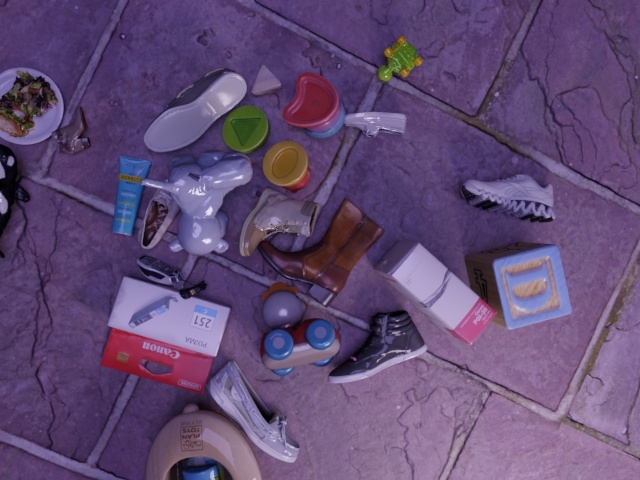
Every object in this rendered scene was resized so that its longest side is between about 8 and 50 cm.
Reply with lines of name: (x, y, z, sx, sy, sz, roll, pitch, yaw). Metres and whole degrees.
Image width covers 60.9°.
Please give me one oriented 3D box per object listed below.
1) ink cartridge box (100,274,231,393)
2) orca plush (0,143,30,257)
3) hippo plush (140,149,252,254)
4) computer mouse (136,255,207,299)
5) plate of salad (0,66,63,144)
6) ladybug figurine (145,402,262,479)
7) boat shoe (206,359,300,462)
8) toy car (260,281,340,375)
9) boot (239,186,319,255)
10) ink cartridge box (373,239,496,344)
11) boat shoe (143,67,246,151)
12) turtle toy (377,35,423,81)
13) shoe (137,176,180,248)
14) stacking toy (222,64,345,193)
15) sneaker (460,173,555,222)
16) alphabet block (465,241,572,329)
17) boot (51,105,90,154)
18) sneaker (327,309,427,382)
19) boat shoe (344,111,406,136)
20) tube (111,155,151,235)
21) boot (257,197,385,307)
ink cartridge box: (-0.419, 0.259, 1.464, 0.296, 0.066, 0.261, 17, 89, -6)
orca plush: (-0.796, -0.099, 1.392, 0.102, 0.151, 0.287, 2, 89, -38)
hippo plush: (-0.274, -0.086, 1.370, 0.234, 0.294, 0.237, -5, 111, 1)
computer mouse: (-0.407, 0.100, 1.455, 0.193, 0.106, 0.042, 27, 109, 5)
plate of salad: (-0.772, -0.350, 1.409, 0.199, 0.048, 0.200, 0, 92, -6)
ladybug figurine: (-0.294, 0.638, 1.433, 0.304, 0.162, 0.450, -5, 96, 4)
boat shoe: (-0.166, 0.468, 1.477, 0.103, 0.118, 0.320, -45, 89, 0)
toy car: (-0.072, 0.212, 1.461, 0.210, 0.219, 0.238, -12, 65, -6)
boot: (-0.107, -0.034, 1.427, 0.165, 0.077, 0.213, 17, 60, 13)
ink cartridge box: (0.299, 0.132, 1.466, 0.283, 0.207, 0.117, 42, 86, -7)
boat shoe: (-0.335, -0.346, 1.437, 0.305, 0.091, 0.109, -36, 133, -2)
turtle toy: (0.212, -0.492, 1.503, 0.130, 0.066, 0.095, -40, 96, -3)
shoe: (-0.423, -0.074, 1.452, 0.076, 0.058, 0.219, 25, 89, -7)
stacking toy: (-0.094, -0.302, 1.483, 0.279, 0.130, 0.309, 29, 86, 19)
sneaker: (0.531, -0.135, 1.542, 0.292, 0.110, 0.118, 13, 83, -15)
alphabet block: (0.537, 0.117, 1.498, 0.192, 0.197, 0.194, -12, 93, -5)
boot: (-0.658, -0.286, 1.426, 0.086, 0.042, 0.119, -9, 95, -7)
sneaker: (0.140, 0.286, 1.512, 0.295, 0.104, 0.147, -20, 93, -11)
boat shoe: (0.148, -0.318, 1.509, 0.184, 0.066, 0.063, -1, 91, -16)
tube: (-0.510, -0.118, 1.451, 0.080, 0.052, 0.207, 10, 85, -16)
boot: (0.000, 0.000, 1.488, 0.264, 0.096, 0.280, 35, 84, 1)
